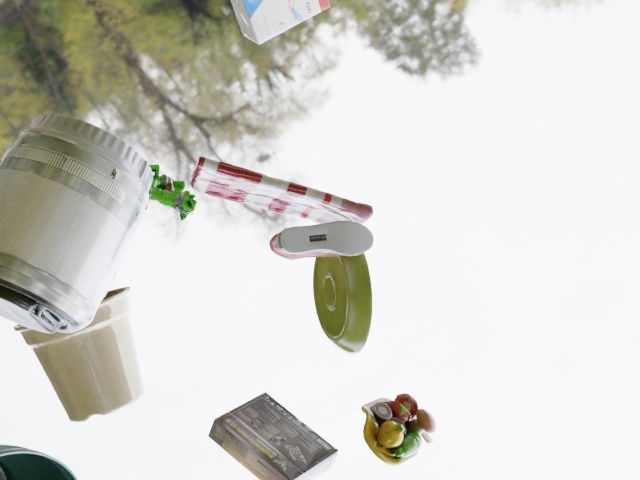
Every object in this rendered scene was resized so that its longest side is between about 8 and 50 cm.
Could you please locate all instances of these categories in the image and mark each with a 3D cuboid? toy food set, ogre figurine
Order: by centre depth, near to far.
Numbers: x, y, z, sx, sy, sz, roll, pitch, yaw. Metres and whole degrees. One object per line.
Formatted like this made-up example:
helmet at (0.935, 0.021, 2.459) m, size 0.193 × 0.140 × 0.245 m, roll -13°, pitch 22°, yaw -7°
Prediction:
toy food set at (0.158, 0.337, 1.846) m, size 0.071 × 0.128 × 0.218 m, roll -38°, pitch 165°, yaw 27°
ogre figurine at (-0.330, -0.105, 2.013) m, size 0.096 × 0.118 × 0.197 m, roll -59°, pitch -149°, yaw 26°

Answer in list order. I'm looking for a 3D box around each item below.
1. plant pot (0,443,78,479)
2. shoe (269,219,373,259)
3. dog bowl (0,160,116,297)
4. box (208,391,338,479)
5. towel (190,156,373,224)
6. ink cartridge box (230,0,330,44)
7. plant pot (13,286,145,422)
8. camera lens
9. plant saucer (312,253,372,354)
plant pot at (-0.574, 0.473, 1.686) m, size 0.196 × 0.293 × 0.293 m, roll 12°, pitch -128°, yaw 49°
shoe at (0.000, 0.000, 1.756) m, size 0.178 × 0.063 × 0.081 m, roll -2°, pitch 175°, yaw -21°
dog bowl at (-0.569, 0.013, 1.885) m, size 0.408 × 0.408 × 0.150 m, roll -20°, pitch -123°, yaw 37°
box at (-0.102, 0.448, 2.182) m, size 0.183 × 0.231 × 0.056 m, roll -21°, pitch 138°, yaw -52°
towel at (-0.082, -0.082, 1.869) m, size 0.237 × 0.329 × 0.037 m, roll 152°, pitch -47°, yaw -77°
ink cartridge box at (-0.071, -0.528, 2.075) m, size 0.231 × 0.134 × 0.078 m, roll -32°, pitch -142°, yaw -15°
plant pot at (-0.643, 0.326, 2.754) m, size 0.334 × 0.305 × 0.334 m, roll -17°, pitch -175°, yaw 2°
camera lens at (-0.391, -0.018, 1.443) m, size 0.219 × 0.219 × 0.274 m, roll -7°, pitch -125°, yaw 52°
plant saucer at (0.033, 0.095, 1.848) m, size 0.037 × 0.240 × 0.241 m, roll -4°, pitch -167°, yaw -20°
